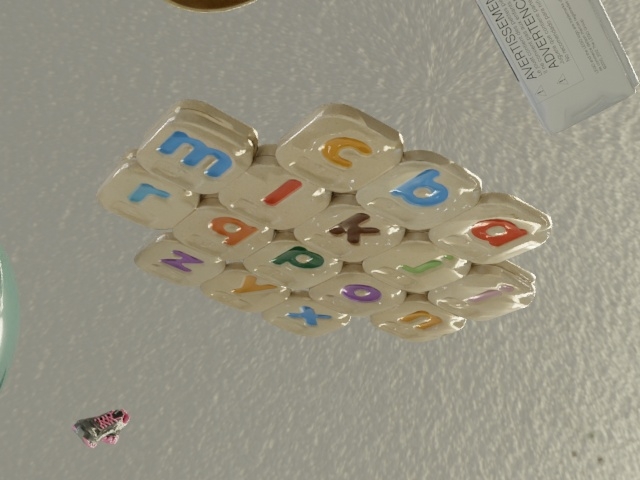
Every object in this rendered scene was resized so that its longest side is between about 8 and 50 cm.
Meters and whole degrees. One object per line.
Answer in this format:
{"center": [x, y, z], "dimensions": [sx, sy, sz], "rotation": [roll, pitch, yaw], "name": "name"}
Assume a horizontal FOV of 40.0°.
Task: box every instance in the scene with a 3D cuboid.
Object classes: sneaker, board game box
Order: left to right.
{"center": [-0.312, 0.264, 1.268], "dimensions": [0.057, 0.119, 0.047], "rotation": [-44, -103, 3], "name": "sneaker"}
{"center": [0.104, -0.200, 0.532], "dimensions": [0.053, 0.305, 0.193], "rotation": [-27, -72, 19], "name": "board game box"}

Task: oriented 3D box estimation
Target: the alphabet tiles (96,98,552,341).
{"center": [0.000, 0.000, 0.597], "dimensions": [0.284, 0.278, 0.021], "rotation": [26, -121, -24], "name": "alphabet tiles"}

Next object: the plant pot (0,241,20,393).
{"center": [-0.412, 0.072, 0.801], "dimensions": [0.293, 0.293, 0.235], "rotation": [47, -43, -2], "name": "plant pot"}

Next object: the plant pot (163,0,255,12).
{"center": [-0.155, -0.456, 1.089], "dimensions": [0.237, 0.237, 0.254], "rotation": [-35, -122, 11], "name": "plant pot"}
